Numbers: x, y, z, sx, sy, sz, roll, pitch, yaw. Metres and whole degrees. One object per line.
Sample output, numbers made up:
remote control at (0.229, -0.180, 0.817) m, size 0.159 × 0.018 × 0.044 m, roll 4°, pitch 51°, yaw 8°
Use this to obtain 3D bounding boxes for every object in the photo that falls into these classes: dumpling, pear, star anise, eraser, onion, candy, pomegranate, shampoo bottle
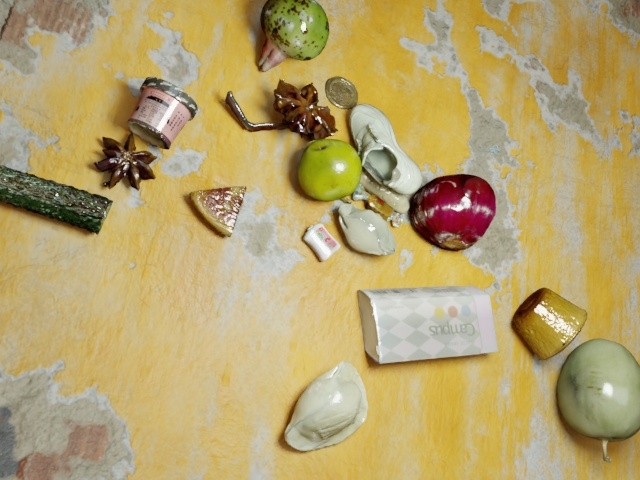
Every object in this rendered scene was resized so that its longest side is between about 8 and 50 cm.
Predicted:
dumpling at (0.028, 0.436, 1.593) m, size 0.252 × 0.131 × 0.179 m, roll -48°, pitch 121°, yaw -18°
pear at (0.032, -0.177, 1.757) m, size 0.180 × 0.216 × 0.166 m, roll -27°, pitch 45°, yaw -3°
dumpling at (0.137, -0.037, 1.790) m, size 0.155 × 0.111 × 0.181 m, roll -27°, pitch 97°, yaw -60°
star anise at (-0.486, -0.199, 1.587) m, size 0.167 × 0.057 × 0.168 m, roll 6°, pitch 74°, yaw -21°
eraser at (0.308, 0.229, 1.789) m, size 0.396 × 0.082 × 0.213 m, roll -1°, pitch 76°, yaw -23°
onion at (0.385, -0.096, 1.848) m, size 0.206 × 0.206 × 0.216 m, roll 13°, pitch 69°, yaw -20°
candy at (0.165, -0.098, 1.845) m, size 0.182 × 0.046 × 0.053 m, roll 37°, pitch 61°, yaw -15°
pomegranate at (-0.094, -0.584, 1.810) m, size 0.214 × 0.214 × 0.248 m, roll 38°, pitch 103°, yaw -9°
shampoo bottle at (0.000, 0.000, 1.745) m, size 0.072 × 0.043 × 0.099 m, roll -41°, pitch 93°, yaw -27°
star anise at (-0.092, -0.364, 1.764) m, size 0.346 × 0.148 × 0.238 m, roll 6°, pitch 51°, yaw -19°

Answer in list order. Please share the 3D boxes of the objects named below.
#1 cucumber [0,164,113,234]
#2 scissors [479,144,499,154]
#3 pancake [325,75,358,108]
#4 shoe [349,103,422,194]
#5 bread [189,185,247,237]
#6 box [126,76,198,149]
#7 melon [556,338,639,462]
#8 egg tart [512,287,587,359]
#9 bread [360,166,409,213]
cucumber at (-0.674, -0.112, 1.467) m, size 0.359 × 0.096 × 0.096 m, roll 19°, pitch 68°, yaw -14°
scissors at (0.558, -0.300, 2.095) m, size 0.083 × 0.006 × 0.036 m, roll -6°, pitch 75°, yaw -24°
pancake at (0.066, -0.450, 1.924) m, size 0.114 × 0.011 × 0.115 m, roll 7°, pitch 72°, yaw -23°
shoe at (0.153, -0.261, 1.793) m, size 0.159 × 0.124 × 0.316 m, roll -10°, pitch 59°, yaw -54°
bread at (-0.254, -0.072, 1.652) m, size 0.154 × 0.054 × 0.136 m, roll -13°, pitch 79°, yaw -20°
box at (-0.409, -0.317, 1.608) m, size 0.151 × 0.151 × 0.135 m, roll 29°, pitch 73°, yaw -13°
melon at (0.826, 0.445, 1.857) m, size 0.271 × 0.272 × 0.308 m, roll 21°, pitch 40°, yaw -17°
egg tart at (0.674, 0.241, 1.889) m, size 0.147 × 0.202 × 0.202 m, roll 42°, pitch 63°, yaw 3°
bread at (0.183, -0.159, 1.866) m, size 0.214 × 0.053 × 0.073 m, roll 35°, pitch 61°, yaw -10°
